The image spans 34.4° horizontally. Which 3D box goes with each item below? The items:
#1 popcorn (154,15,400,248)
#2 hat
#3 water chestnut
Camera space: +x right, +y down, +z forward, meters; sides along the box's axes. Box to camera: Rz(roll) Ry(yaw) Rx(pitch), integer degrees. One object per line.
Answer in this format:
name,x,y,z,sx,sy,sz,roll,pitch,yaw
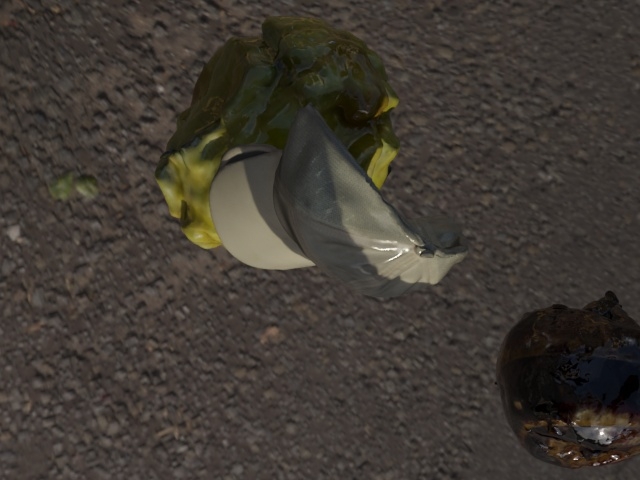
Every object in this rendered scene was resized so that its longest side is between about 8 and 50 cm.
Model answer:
popcorn,-0.049,-0.109,1.130,0.286,0.252,0.215,-49,148,9
hat,0.000,0.000,0.938,0.226,0.164,0.219,-33,132,29
water chestnut,0.404,0.197,1.557,0.300,0.300,0.300,-7,111,-19
